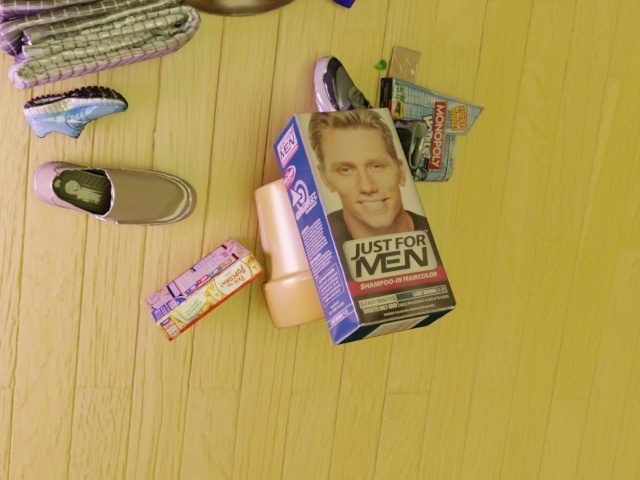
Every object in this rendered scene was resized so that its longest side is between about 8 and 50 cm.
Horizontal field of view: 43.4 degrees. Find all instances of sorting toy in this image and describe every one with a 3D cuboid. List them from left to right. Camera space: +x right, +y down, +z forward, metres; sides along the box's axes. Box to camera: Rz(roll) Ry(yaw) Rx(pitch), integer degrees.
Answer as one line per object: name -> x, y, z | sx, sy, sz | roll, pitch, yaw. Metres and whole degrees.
sorting toy -> 0.144, -0.328, 1.490 | 0.083, 0.012, 0.062 | 10, 97, -22

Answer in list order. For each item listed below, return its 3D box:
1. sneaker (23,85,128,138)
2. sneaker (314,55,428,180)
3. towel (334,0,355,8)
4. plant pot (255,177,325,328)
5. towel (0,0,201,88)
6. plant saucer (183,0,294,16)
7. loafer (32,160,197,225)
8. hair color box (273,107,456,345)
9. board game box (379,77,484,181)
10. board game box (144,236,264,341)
sneaker -> -0.394, -0.205, 1.312 | 0.162, 0.063, 0.073 | -12, 122, -12
sneaker -> 0.098, -0.211, 1.408 | 0.101, 0.153, 0.268 | -40, 112, -53
towel -> -0.014, -0.566, 1.353 | 0.308, 0.076, 0.227 | 26, 91, -22
plant pot -> 0.000, 0.000, 1.397 | 0.254, 0.254, 0.238 | -20, 90, -15
towel -> -0.338, -0.318, 1.207 | 0.284, 0.235, 0.121 | -18, 103, -16
plant saucer -> -0.122, -0.477, 1.255 | 0.311, 0.310, 0.050 | -2, 62, -19
loafer -> -0.334, -0.072, 1.331 | 0.269, 0.092, 0.101 | 5, 99, -20
hair color box -> 0.064, -0.029, 1.246 | 0.174, 0.105, 0.347 | -9, 70, -27
board game box -> 0.207, -0.204, 1.512 | 0.194, 0.060, 0.194 | -1, 101, -18
board game box -> -0.202, 0.079, 1.379 | 0.194, 0.147, 0.045 | -37, 110, -8
